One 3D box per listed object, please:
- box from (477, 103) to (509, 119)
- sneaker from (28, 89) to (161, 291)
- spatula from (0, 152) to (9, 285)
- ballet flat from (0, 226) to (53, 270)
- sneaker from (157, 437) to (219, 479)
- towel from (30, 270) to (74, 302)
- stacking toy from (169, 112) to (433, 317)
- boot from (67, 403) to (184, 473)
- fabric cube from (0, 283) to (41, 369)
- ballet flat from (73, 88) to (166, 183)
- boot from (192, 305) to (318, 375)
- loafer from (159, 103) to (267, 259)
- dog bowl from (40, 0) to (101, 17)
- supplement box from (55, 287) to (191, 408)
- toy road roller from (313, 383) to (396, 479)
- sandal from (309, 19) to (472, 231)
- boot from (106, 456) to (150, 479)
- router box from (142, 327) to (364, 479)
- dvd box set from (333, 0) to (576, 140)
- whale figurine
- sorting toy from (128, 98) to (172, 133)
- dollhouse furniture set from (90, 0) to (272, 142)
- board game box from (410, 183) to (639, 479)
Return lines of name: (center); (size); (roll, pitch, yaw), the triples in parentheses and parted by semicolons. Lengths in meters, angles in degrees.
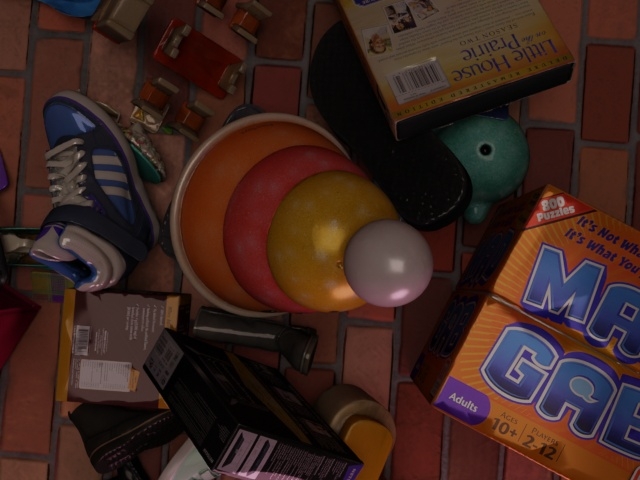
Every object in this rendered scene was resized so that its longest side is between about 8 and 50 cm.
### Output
box: (0.267, -0.307, 1.501); (0.136, 0.036, 0.225); (10, 55, 1)
sneaker: (-0.406, -0.072, 1.428); (0.130, 0.236, 0.322); (-18, 107, 30)
spatula: (-0.575, -0.043, 1.509); (0.084, 0.030, 0.296); (-23, 56, 1)
ballet flat: (-0.485, 0.015, 1.530); (0.247, 0.087, 0.083); (-1, 88, 0)
sneaker: (-0.180, 0.405, 1.504); (0.151, 0.094, 0.256); (36, 86, 8)
towel: (-0.477, 0.083, 1.556); (0.083, 0.009, 0.060); (3, 112, 2)
stacking toy: (0.000, 0.000, 1.294); (0.351, 0.480, 0.350); (-6, 104, -25)
boot: (-0.333, 0.304, 1.529); (0.198, 0.076, 0.137); (-22, 47, -29)
fabric cube: (-0.672, 0.155, 1.445); (0.259, 0.254, 0.258); (33, 87, 2)
ballet flat: (-0.363, -0.193, 1.544); (0.241, 0.091, 0.077); (33, 59, -3)
boot: (-0.112, 0.163, 1.477); (0.209, 0.189, 0.076); (18, 90, -4)
loafer: (-0.172, -0.095, 1.533); (0.109, 0.095, 0.302); (32, 92, 11)
dog bowl: (-0.480, -0.498, 1.556); (0.297, 0.074, 0.166); (23, 88, 2)
supplement box: (-0.334, 0.180, 1.501); (0.194, 0.129, 0.191); (4, 88, 1)
toy road roller: (0.072, 0.430, 1.461); (0.241, 0.202, 0.329); (21, 89, -13)
sandal: (0.111, -0.193, 1.491); (0.168, 0.107, 0.445); (-31, 63, 12)
boot: (-0.362, 0.423, 1.537); (0.099, 0.045, 0.121); (-31, 86, 5)
router box: (-0.111, 0.266, 1.341); (0.243, 0.309, 0.081); (27, 95, -35)
dvd box set: (0.195, -0.390, 1.462); (0.308, 0.062, 0.420); (-20, 63, -3)
whale figurine: (0.229, -0.126, 1.500); (0.272, 0.141, 0.216); (-23, 88, 0)
sorting toy: (-0.298, -0.226, 1.574); (0.083, 0.012, 0.062); (27, 88, 2)
dollhouse furniture set: (-0.256, -0.343, 1.510); (0.259, 0.135, 0.262); (30, 88, -29)
board game box: (0.392, 0.164, 1.379); (0.357, 0.356, 0.356); (28, 88, 2)
